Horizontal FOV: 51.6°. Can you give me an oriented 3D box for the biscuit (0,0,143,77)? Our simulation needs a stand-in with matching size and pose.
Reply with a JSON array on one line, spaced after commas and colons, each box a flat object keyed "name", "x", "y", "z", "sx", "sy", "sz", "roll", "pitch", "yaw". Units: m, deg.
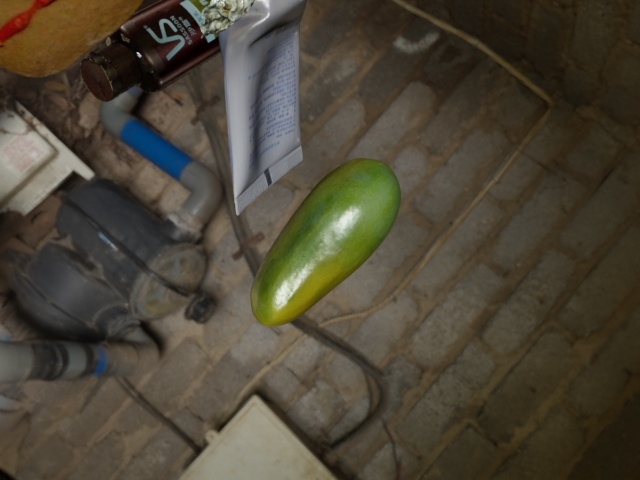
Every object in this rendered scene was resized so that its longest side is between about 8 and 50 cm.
[{"name": "biscuit", "x": -0.242, "y": -0.270, "z": 0.538, "sx": 0.262, "sy": 0.052, "sz": 0.277, "roll": -26, "pitch": 144, "yaw": 12}]

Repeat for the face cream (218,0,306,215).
[{"name": "face cream", "x": -0.089, "y": -0.273, "z": 1.125, "sx": 0.235, "sy": 0.137, "sz": 0.421, "roll": -49, "pitch": 147, "yaw": -47}]

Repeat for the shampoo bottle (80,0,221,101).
[{"name": "shampoo bottle", "x": -0.252, "y": -0.336, "z": 1.102, "sx": 0.084, "sy": 0.129, "sz": 0.323, "roll": -22, "pitch": -162, "yaw": 50}]

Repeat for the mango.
[{"name": "mango", "x": 0.001, "y": -0.002, "z": 0.648, "sx": 0.191, "sy": 0.085, "sz": 0.122, "roll": -44, "pitch": -165, "yaw": 5}]

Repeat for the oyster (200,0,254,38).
[{"name": "oyster", "x": -0.107, "y": -0.296, "z": 0.841, "sx": 0.098, "sy": 0.037, "sz": 0.100, "roll": -45, "pitch": -176, "yaw": -36}]
